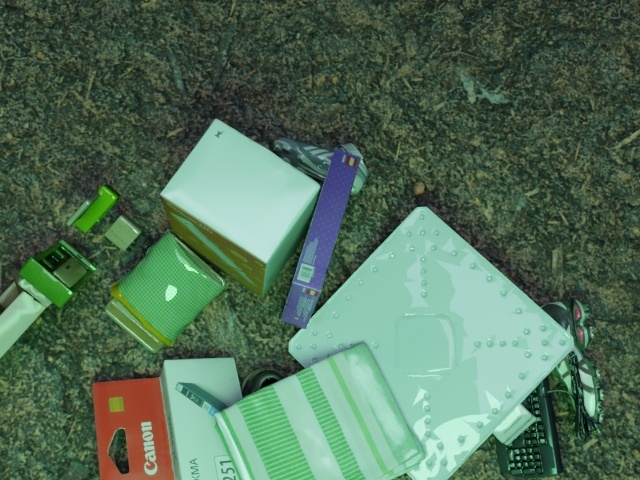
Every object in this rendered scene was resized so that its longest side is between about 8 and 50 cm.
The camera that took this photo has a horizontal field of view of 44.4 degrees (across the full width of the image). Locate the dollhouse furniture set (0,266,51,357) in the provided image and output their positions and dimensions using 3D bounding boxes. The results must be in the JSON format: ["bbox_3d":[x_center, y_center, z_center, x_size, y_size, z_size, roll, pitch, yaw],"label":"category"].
[{"bbox_3d":[-0.718,0.067,1.369,0.394,0.362,0.256,45,76,-23],"label":"dollhouse furniture set"}]

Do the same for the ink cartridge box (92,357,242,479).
[{"bbox_3d":[-0.257,0.352,1.388,0.261,0.066,0.296,0,49,-23],"label":"ink cartridge box"}]

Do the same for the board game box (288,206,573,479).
[{"bbox_3d":[0.203,0.200,1.494,0.390,0.050,0.390,44,92,16],"label":"board game box"}]

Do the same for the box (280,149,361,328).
[{"bbox_3d":[0.000,0.000,1.497,0.057,0.201,0.293,18,63,-1],"label":"box"}]

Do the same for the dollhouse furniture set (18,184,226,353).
[{"bbox_3d":[-0.350,0.070,1.438,0.301,0.151,0.197,42,100,-9],"label":"dollhouse furniture set"}]

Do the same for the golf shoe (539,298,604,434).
[{"bbox_3d":[0.499,0.256,1.579,0.120,0.105,0.272,-9,74,13],"label":"golf shoe"}]

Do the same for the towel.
[{"bbox_3d":[0.000,0.347,1.382,0.325,0.038,0.247,-20,73,-25],"label":"towel"}]

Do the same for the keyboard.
[{"bbox_3d":[0.425,0.298,1.535,0.202,0.033,0.317,-13,76,23],"label":"keyboard"}]

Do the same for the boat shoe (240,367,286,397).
[{"bbox_3d":[-0.086,0.411,1.449,0.132,0.130,0.355,-12,78,-9],"label":"boat shoe"}]

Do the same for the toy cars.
[{"bbox_3d":[0.317,0.198,1.535,0.177,0.087,0.393,-6,75,22],"label":"toy cars"}]

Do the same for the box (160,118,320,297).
[{"bbox_3d":[-0.146,-0.044,1.447,0.215,0.345,0.168,33,75,3],"label":"box"}]

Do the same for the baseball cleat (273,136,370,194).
[{"bbox_3d":[0.005,-0.175,1.647,0.206,0.072,0.109,31,61,-2],"label":"baseball cleat"}]
